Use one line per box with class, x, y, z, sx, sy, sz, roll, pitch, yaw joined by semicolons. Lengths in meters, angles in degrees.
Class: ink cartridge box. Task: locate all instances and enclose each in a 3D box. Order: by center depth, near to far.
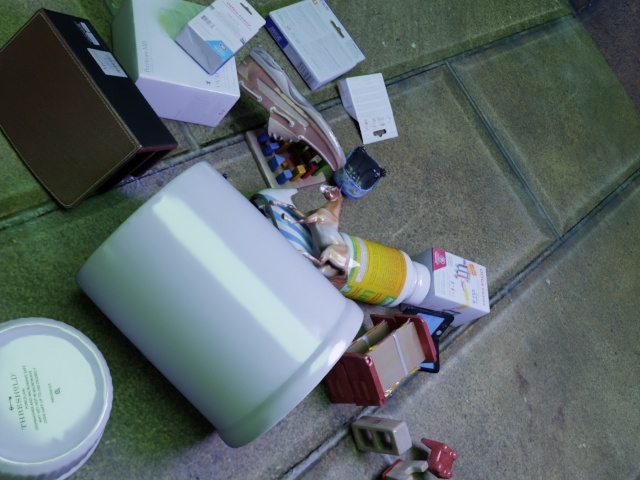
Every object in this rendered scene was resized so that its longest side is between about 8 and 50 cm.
ink cartridge box;-0.204;-0.436;1.398;0.104;0.060;0.180;44;48;-11
ink cartridge box;0.299;0.116;1.621;0.176;0.127;0.128;19;57;-28
ink cartridge box;-0.012;-0.526;1.772;0.224;0.045;0.223;-37;92;-42
ink cartridge box;0.128;-0.352;1.803;0.145;0.045;0.179;-20;99;-41

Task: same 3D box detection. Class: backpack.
backpack;0.084;-0.156;1.630;0.105;0.084;0.114;47;44;-6

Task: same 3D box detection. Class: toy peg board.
toy peg board;-0.065;-0.206;1.553;0.160;0.079;0.161;-18;79;-40

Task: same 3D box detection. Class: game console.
game console;0.240;0.229;1.555;0.144;0.124;0.085;15;34;-30

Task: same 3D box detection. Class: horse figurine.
horse figurine;0.000;0.000;1.365;0.174;0.066;0.263;3;57;-39

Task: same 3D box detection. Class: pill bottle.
pill bottle;0.121;0.074;1.507;0.245;0.136;0.136;16;59;-29

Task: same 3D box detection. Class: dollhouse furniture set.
dollhouse furniture set;0.155;0.362;1.411;0.201;0.152;0.374;-25;101;-41

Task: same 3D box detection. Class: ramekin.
ramekin;-0.445;0.241;1.023;0.273;0.127;0.273;16;59;-29

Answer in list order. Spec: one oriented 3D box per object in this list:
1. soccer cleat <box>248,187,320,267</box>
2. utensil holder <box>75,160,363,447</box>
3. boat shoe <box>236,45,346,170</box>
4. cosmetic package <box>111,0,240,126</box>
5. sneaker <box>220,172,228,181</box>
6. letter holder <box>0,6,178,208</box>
soccer cleat;-0.038;0.031;1.427;0.143;0.116;0.331;-17;78;-37
utensil holder;-0.173;0.102;1.161;0.385;0.327;0.327;46;49;-6
boat shoe;-0.070;-0.275;1.493;0.324;0.116;0.123;49;6;-7
cosmetic package;-0.310;-0.385;1.428;0.224;0.138;0.224;3;66;-33
sneaker;-0.218;-0.102;1.396;0.038;0.069;0.098;27;54;-22
letter holder;-0.458;-0.234;1.256;0.302;0.214;0.152;54;17;0
